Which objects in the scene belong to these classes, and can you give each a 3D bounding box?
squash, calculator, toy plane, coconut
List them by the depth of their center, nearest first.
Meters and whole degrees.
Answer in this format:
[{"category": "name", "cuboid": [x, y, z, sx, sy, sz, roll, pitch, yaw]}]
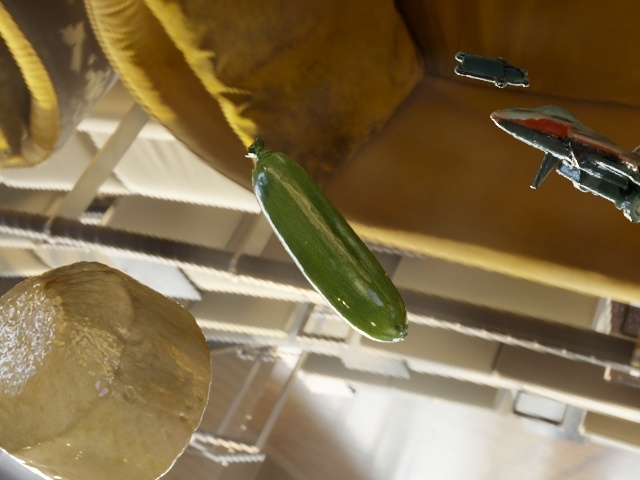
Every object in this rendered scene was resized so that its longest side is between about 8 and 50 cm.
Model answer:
[{"category": "toy plane", "cuboid": [0.305, -0.091, 0.994, 0.326, 0.104, 0.223, 4, -156, -31]}, {"category": "coconut", "cuboid": [-0.283, 0.190, 1.171, 0.329, 0.328, 0.329, 20, 149, 13]}, {"category": "squash", "cuboid": [0.000, 0.000, 1.382, 0.395, 0.107, 0.107, 54, 153, 15]}, {"category": "calculator", "cuboid": [0.317, -0.314, 1.644, 0.141, 0.094, 0.019, 12, 132, 0]}]
